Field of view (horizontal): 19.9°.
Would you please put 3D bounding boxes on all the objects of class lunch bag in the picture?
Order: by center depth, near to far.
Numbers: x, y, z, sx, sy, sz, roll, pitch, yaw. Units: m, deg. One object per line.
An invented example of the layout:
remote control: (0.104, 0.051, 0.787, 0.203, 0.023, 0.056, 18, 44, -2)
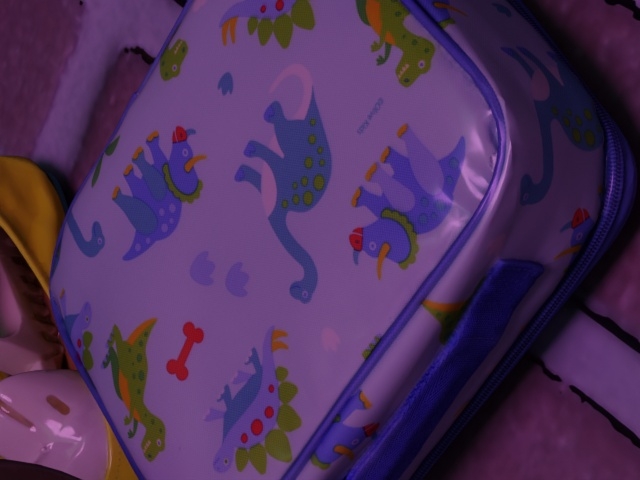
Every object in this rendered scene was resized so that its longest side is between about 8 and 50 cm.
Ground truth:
lunch bag: (0.000, 0.000, 0.657, 0.219, 0.090, 0.176, -57, 50, 26)

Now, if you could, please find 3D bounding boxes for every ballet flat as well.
ballet flat: (-0.123, 0.056, 0.786, 0.077, 0.077, 0.231, -48, 56, 31)

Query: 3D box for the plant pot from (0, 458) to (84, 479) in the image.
plant pot: (-0.144, 0.203, 0.631, 0.229, 0.263, 0.263, -51, 54, 29)
